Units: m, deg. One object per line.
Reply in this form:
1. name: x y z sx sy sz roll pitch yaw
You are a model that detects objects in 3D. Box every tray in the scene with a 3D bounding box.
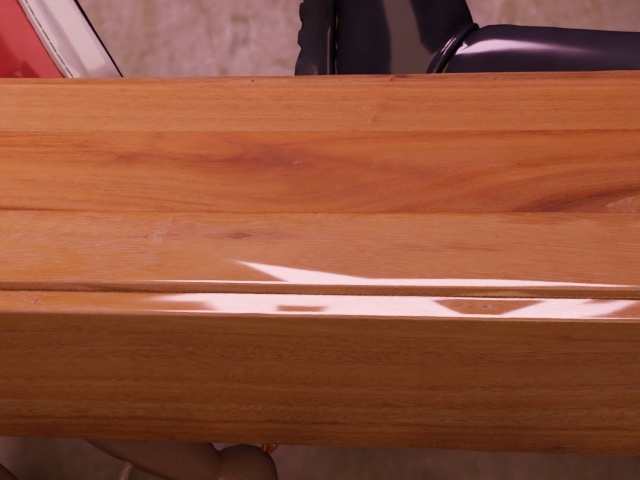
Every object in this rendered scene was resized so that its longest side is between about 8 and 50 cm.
1. tray: 0.000 0.000 0.828 0.411 0.076 0.203 1 34 12

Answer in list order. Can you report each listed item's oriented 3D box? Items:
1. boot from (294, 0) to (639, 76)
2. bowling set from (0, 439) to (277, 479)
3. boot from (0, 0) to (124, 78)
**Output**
1. boot: 0.094 -0.103 0.964 0.207 0.094 0.246 4 84 9
2. bowling set: -0.152 0.184 0.914 0.154 0.200 0.287 41 76 -25
3. boot: -0.231 -0.128 1.006 0.176 0.088 0.244 -30 80 -1
